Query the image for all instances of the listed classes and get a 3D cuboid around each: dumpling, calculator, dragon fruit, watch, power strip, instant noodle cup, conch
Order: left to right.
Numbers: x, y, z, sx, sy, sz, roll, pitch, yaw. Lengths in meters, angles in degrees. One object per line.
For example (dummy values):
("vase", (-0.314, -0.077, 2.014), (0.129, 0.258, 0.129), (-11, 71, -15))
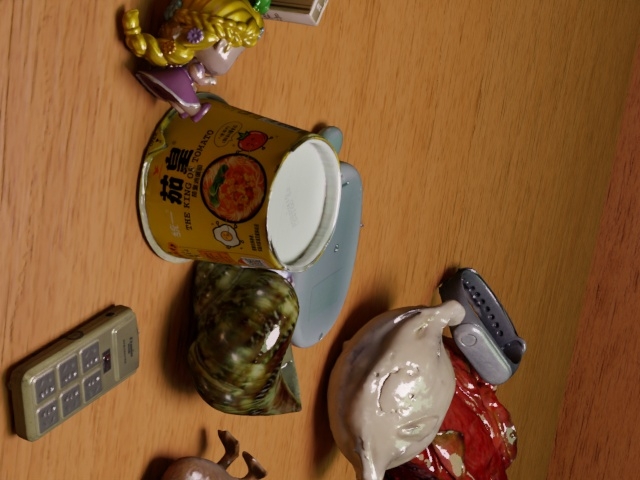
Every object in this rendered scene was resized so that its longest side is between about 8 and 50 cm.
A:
("power strip", (-0.223, 0.120, 0.965), (0.169, 0.028, 0.076), (-36, 133, -53))
("conch", (-0.083, 0.109, 1.143), (0.187, 0.124, 0.181), (-59, 150, -81))
("instant noodle cup", (-0.072, -0.050, 1.039), (0.182, 0.144, 0.182), (-34, 131, -51))
("calculator", (0.000, 0.000, 1.330), (0.185, 0.041, 0.298), (-30, 130, -56))
("dumpling", (0.091, 0.218, 1.545), (0.318, 0.187, 0.243), (-63, -168, -8))
("dragon fruit", (0.250, 0.301, 1.780), (0.329, 0.228, 0.286), (-58, 147, -28))
("watch", (0.293, 0.154, 1.842), (0.206, 0.068, 0.193), (49, 27, -20))

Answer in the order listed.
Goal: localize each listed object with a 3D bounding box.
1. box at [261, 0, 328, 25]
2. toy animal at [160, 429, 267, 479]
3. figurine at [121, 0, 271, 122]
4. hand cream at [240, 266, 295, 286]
("box", (-0.017, -0.313, 1.057), (0.198, 0.109, 0.029), (-67, 153, -18))
("toy animal", (-0.145, 0.315, 1.174), (0.179, 0.089, 0.188), (-39, 140, -25))
("figurine", (-0.113, -0.204, 0.953), (0.156, 0.095, 0.115), (-50, 127, -9))
("hand cream", (-0.070, 0.011, 1.198), (0.084, 0.053, 0.142), (-59, 139, -29))
